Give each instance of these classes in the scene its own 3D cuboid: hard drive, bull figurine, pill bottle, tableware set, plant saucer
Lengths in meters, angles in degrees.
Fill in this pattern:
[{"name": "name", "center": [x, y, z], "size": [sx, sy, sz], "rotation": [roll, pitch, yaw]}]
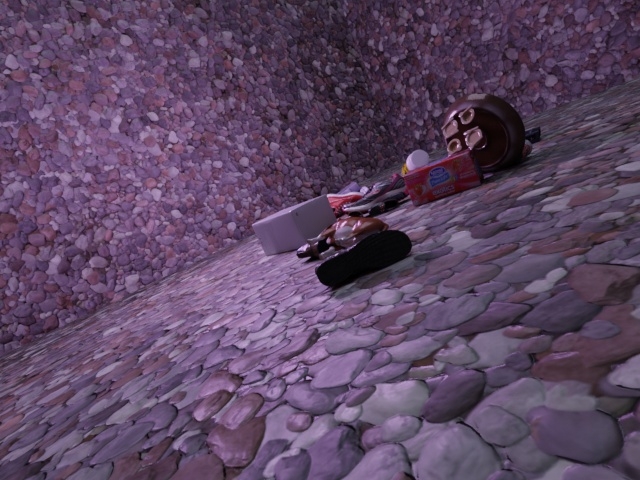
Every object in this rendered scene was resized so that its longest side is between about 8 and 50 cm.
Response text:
[{"name": "hard drive", "center": [0.895, -0.455, 1.922], "size": [0.254, 0.054, 0.172], "rotation": [-17, 11, 35]}, {"name": "bull figurine", "center": [0.080, -0.011, 1.274], "size": [0.188, 0.101, 0.310], "rotation": [-32, 9, -24]}, {"name": "pill bottle", "center": [0.514, -0.404, 2.218], "size": [0.119, 0.119, 0.208], "rotation": [-24, -10, -5]}, {"name": "tableware set", "center": [0.494, -0.380, 1.441], "size": [0.020, 0.169, 0.141], "rotation": [11, -28, -34]}, {"name": "plant saucer", "center": [0.577, -0.378, 1.494], "size": [0.050, 0.311, 0.310], "rotation": [-42, 17, -31]}]

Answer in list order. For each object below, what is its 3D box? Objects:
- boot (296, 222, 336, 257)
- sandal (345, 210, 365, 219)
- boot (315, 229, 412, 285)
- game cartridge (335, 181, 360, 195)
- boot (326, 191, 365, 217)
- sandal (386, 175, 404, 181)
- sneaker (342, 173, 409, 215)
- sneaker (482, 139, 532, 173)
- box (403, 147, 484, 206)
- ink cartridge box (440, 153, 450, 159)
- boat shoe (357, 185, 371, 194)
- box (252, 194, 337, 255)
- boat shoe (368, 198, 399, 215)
[{"name": "boot", "center": [0.000, 0.000, 1.466], "size": [0.106, 0.082, 0.219], "rotation": [-15, 14, 33]}, {"name": "sandal", "center": [0.139, -0.090, 1.697], "size": [0.089, 0.060, 0.219], "rotation": [-23, 8, 2]}, {"name": "boot", "center": [0.096, 0.035, 1.035], "size": [0.246, 0.084, 0.161], "rotation": [-22, 3, 1]}, {"name": "game cartridge", "center": [0.084, -0.232, 2.501], "size": [0.355, 0.068, 0.230], "rotation": [-36, 12, 6]}, {"name": "boot", "center": [0.137, -0.180, 2.236], "size": [0.244, 0.088, 0.176], "rotation": [-3, 42, 11]}, {"name": "sandal", "center": [0.422, -0.313, 2.199], "size": [0.302, 0.086, 0.120], "rotation": [-20, 10, 24]}, {"name": "sneaker", "center": [0.234, -0.190, 1.801], "size": [0.299, 0.112, 0.121], "rotation": [-22, -5, 2]}, {"name": "sneaker", "center": [0.687, -0.329, 1.615], "size": [0.145, 0.090, 0.270], "rotation": [-28, 13, -32]}, {"name": "box", "center": [0.454, -0.234, 1.519], "size": [0.256, 0.128, 0.122], "rotation": [-17, 11, 32]}, {"name": "ink cartridge box", "center": [0.737, -0.444, 2.236], "size": [0.175, 0.069, 0.371], "rotation": [-17, 14, 43]}, {"name": "boat shoe", "center": [0.248, -0.262, 2.436], "size": [0.075, 0.083, 0.226], "rotation": [-40, 2, -4]}, {"name": "box", "center": [-0.118, -0.064, 1.866], "size": [0.215, 0.168, 0.345], "rotation": [-30, 10, -37]}, {"name": "boat shoe", "center": [0.264, -0.141, 1.716], "size": [0.132, 0.049, 0.042], "rotation": [-19, 1, 3]}]
